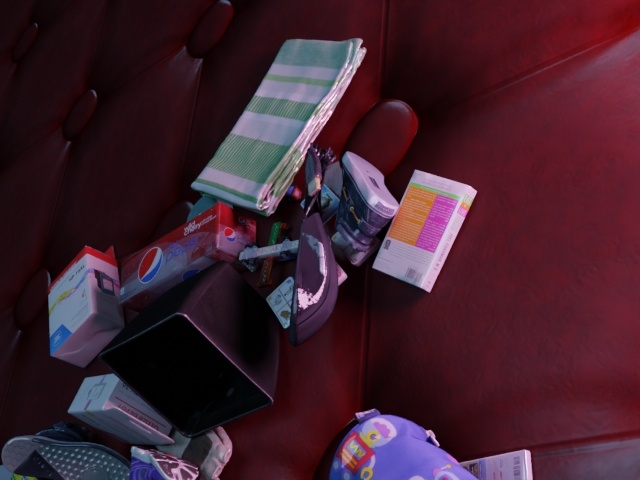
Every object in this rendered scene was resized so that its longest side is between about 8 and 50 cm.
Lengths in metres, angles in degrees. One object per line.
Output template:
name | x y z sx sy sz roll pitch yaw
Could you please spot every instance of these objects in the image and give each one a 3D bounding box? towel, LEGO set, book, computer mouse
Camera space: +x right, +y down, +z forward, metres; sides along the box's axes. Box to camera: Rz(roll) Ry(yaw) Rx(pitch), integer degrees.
towel | -0.074 -0.201 1.484 0.247 0.038 0.325 18 74 53
LEGO set | -0.023 0.013 1.330 0.182 0.060 0.244 -43 41 2
book | 0.135 -0.013 1.161 0.096 0.035 0.144 23 85 50
computer mouse | 0.000 0.000 1.174 0.184 0.060 0.262 97 179 -53

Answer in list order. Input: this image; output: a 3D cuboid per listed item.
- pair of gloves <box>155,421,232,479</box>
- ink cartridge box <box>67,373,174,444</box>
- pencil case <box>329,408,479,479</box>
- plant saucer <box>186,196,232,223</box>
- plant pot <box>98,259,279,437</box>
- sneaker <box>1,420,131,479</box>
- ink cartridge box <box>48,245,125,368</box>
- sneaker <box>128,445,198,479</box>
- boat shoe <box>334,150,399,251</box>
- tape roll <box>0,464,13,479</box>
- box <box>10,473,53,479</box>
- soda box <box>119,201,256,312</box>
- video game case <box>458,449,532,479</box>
pair of gloves | -0.215 0.372 1.293 0.204 0.042 0.240 9 67 56
ink cartridge box | -0.295 0.260 1.366 0.198 0.115 0.067 -16 43 54
pencil case | 0.132 0.287 0.883 0.133 0.119 0.306 -40 37 -14
plant saucer | -0.202 -0.038 1.562 0.119 0.021 0.119 -27 48 35
plant pot | -0.167 0.141 1.276 0.187 0.188 0.167 -29 25 34
sneaker | -0.381 0.359 1.459 0.226 0.163 0.086 14 86 10
ink cartridge box | -0.453 0.110 1.701 0.134 0.078 0.231 -44 40 20
sneaker | -0.226 0.338 1.258 0.170 0.068 0.071 -10 65 61
boat shoe | 0.049 -0.058 1.245 0.083 0.065 0.183 -55 23 18
tape roll | -0.553 0.510 1.562 0.219 0.072 0.219 -28 47 35
box | -0.441 0.415 1.470 0.179 0.105 0.043 21 82 53
soda box | -0.225 0.038 1.488 0.263 0.083 0.092 -27 50 34
video game case | 0.172 0.277 0.948 0.122 0.011 0.087 -23 51 37
